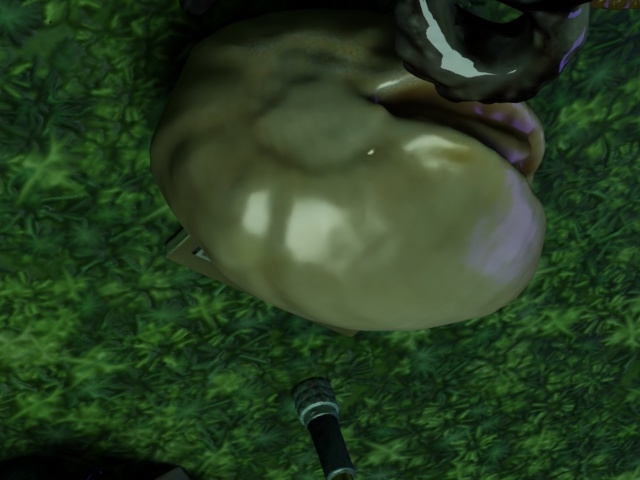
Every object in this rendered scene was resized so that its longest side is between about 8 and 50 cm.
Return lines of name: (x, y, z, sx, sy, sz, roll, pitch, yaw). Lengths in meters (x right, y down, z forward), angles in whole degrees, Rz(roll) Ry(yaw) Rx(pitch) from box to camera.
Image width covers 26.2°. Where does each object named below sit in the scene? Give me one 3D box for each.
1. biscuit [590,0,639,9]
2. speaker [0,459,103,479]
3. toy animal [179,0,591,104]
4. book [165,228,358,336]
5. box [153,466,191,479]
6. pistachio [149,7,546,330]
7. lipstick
biscuit: (0.211, -0.226, 0.861, 0.188, 0.027, 0.188, -10, 137, -9)
speaker: (-0.225, 0.220, 1.149, 0.094, 0.060, 0.075, -12, 140, -9)
toy animal: (0.021, -0.211, 0.659, 0.344, 0.194, 0.303, 18, 133, -7)
book: (0.000, 0.000, 1.032, 0.198, 0.016, 0.138, 26, 122, -39)
box: (-0.217, 0.322, 1.159, 0.251, 0.106, 0.203, -39, 173, 22)
pistachio: (0.034, -0.034, 0.882, 0.214, 0.193, 0.318, -16, 155, 34)
lipstick: (0.008, 0.169, 1.142, 0.037, 0.116, 0.037, -12, 139, -11)
